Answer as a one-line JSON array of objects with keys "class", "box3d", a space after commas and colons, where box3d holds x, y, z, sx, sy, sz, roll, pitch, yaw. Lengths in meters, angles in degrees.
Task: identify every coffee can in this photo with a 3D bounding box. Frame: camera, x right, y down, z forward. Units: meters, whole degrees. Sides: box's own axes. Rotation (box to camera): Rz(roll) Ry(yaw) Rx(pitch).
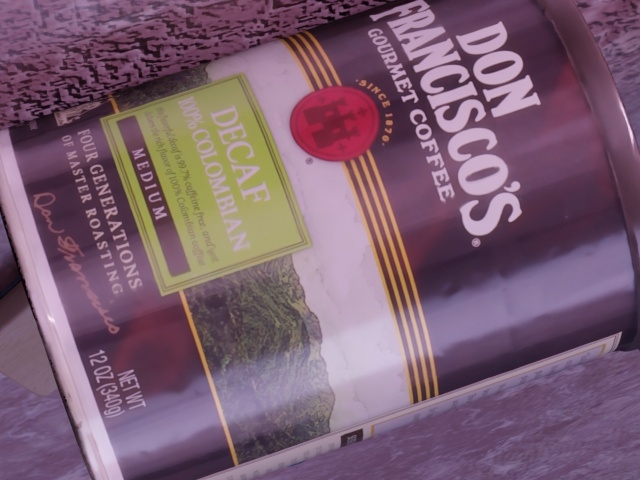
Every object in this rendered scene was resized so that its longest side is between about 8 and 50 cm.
[{"class": "coffee can", "box3d": [0.000, 0.000, 0.933, 0.275, 0.202, 0.201, -19, 160, -6]}]

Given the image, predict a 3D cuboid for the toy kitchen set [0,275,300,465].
[{"class": "toy kitchen set", "box3d": [-0.073, 0.034, 1.159, 0.207, 0.166, 0.122, 36, 129, -23]}]
